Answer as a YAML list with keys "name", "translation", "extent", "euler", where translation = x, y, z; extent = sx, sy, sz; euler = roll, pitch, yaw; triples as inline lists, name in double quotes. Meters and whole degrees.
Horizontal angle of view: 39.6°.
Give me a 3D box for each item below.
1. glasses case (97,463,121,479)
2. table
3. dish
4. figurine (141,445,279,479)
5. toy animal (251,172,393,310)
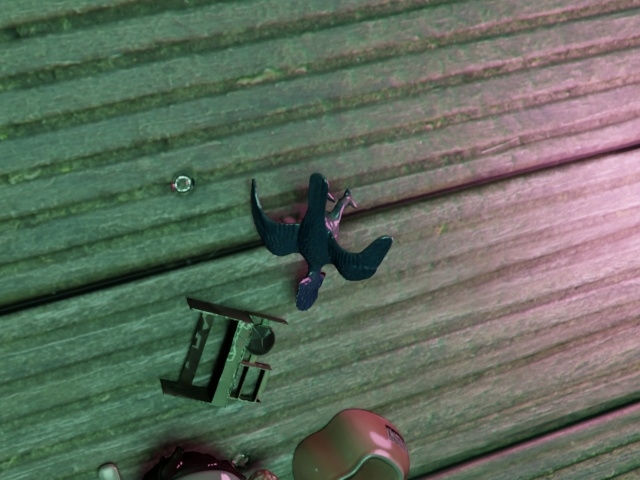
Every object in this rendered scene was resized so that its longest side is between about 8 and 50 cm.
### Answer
- name: "glasses case"
  translation: [-0.333, 0.396, 1.426]
  extent: [0.032, 0.021, 0.083]
  euler: [-20, 113, -15]
- name: "table"
  translation: [-0.147, 0.183, 1.403]
  extent: [0.175, 0.062, 0.146]
  euler: [15, 101, -20]
- name: "dish"
  translation: [0.065, 0.405, 1.532]
  extent: [0.213, 0.090, 0.214]
  euler: [-6, 108, -18]
- name: "figurine"
  translation: [-0.178, 0.481, 1.435]
  extent: [0.281, 0.167, 0.370]
  euler: [-27, 123, -6]
- name: "toy animal"
  translation: [0.000, 0.000, 1.346]
  extent: [0.255, 0.239, 0.176]
  euler: [68, 42, -63]
